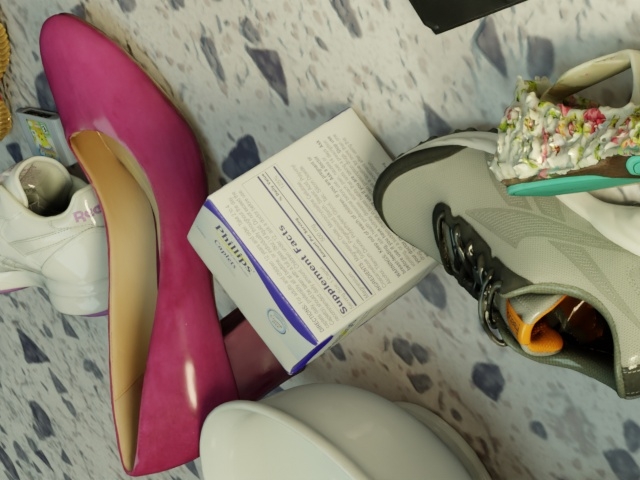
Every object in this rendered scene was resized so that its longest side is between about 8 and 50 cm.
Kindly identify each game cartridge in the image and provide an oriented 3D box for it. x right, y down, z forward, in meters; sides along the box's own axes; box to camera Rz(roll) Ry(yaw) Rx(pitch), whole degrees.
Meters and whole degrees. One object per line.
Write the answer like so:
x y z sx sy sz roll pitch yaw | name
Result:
-0.259 -0.098 1.524 0.083 0.017 0.056 14 134 50 | game cartridge

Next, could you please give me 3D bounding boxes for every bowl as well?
0.049 0.221 1.259 0.298 0.134 0.298 36 144 32 | bowl

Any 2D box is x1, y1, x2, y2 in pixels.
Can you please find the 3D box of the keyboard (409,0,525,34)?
0.091 -0.185 0.915 0.108 0.023 0.180 56 150 -13 | keyboard

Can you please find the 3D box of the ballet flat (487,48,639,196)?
0.178 -0.066 0.848 0.241 0.091 0.077 -1 86 51 | ballet flat

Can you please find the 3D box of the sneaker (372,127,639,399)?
0.123 0.011 0.972 0.271 0.108 0.100 27 141 43 | sneaker

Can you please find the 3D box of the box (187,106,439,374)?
0.000 0.000 1.109 0.126 0.137 0.072 53 151 7 | box

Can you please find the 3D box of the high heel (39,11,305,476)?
-0.169 0.001 1.317 0.377 0.181 0.127 58 151 -2 | high heel

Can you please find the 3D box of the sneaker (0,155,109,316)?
-0.283 -0.021 1.558 0.305 0.114 0.152 8 121 42 | sneaker

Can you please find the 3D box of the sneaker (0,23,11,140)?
-0.348 -0.164 1.537 0.084 0.069 0.185 39 146 19 | sneaker
